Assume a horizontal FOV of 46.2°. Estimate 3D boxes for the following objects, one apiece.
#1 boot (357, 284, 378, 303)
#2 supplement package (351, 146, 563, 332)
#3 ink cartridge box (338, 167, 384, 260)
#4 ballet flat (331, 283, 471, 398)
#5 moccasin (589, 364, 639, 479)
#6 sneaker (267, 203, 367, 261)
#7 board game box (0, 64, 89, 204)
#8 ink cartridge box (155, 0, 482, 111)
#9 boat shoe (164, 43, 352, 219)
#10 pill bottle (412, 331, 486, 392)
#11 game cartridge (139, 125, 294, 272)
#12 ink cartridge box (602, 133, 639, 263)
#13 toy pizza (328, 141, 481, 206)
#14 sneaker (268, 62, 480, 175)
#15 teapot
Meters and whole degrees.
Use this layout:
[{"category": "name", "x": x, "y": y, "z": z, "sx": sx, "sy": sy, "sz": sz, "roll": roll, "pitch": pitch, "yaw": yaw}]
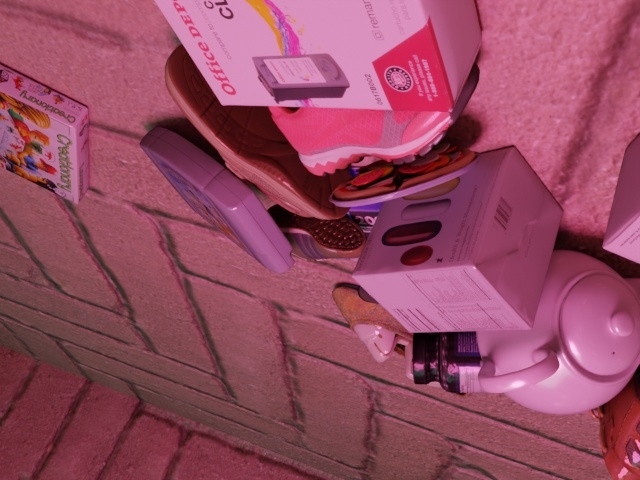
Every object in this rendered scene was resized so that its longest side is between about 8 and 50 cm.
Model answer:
[{"category": "boot", "x": 0.189, "y": 0.103, "z": 1.347, "sx": 0.246, "sy": 0.084, "sz": 0.161, "roll": 20, "pitch": 164, "yaw": 7}, {"category": "supplement package", "x": 0.188, "y": 0.006, "z": 1.025, "sx": 0.203, "sy": 0.194, "sz": 0.149, "roll": -9, "pitch": 137, "yaw": 46}, {"category": "ink cartridge box", "x": 0.045, "y": -0.038, "z": 1.225, "sx": 0.206, "sy": 0.045, "sz": 0.208, "roll": 3, "pitch": 145, "yaw": 35}, {"category": "ballet flat", "x": 0.167, "y": 0.207, "z": 1.481, "sx": 0.348, "sy": 0.123, "sz": 0.123, "roll": 28, "pitch": 152, "yaw": -7}, {"category": "moccasin", "x": 0.484, "y": 0.268, "z": 1.143, "sx": 0.139, "sy": 0.147, "sz": 0.380, "roll": 38, "pitch": -161, "yaw": 8}, {"category": "sneaker", "x": 0.000, "y": 0.000, "z": 1.211, "sx": 0.192, "sy": 0.064, "sz": 0.086, "roll": 18, "pitch": 151, "yaw": 31}, {"category": "board game box", "x": -0.529, "y": -0.192, "z": 1.397, "sx": 0.192, "sy": 0.053, "sz": 0.305, "roll": 26, "pitch": 152, "yaw": -4}, {"category": "ink cartridge box", "x": -0.007, "y": -0.257, "z": 0.792, "sx": 0.306, "sy": 0.131, "sz": 0.226, "roll": 5, "pitch": 147, "yaw": 29}, {"category": "boat shoe", "x": -0.100, "y": -0.138, "z": 1.078, "sx": 0.341, "sy": 0.122, "sz": 0.110, "roll": 43, "pitch": 152, "yaw": -27}, {"category": "pill bottle", "x": 0.276, "y": 0.210, "z": 1.334, "sx": 0.219, "sy": 0.123, "sz": 0.123, "roll": -1, "pitch": 147, "yaw": 11}, {"category": "game cartridge", "x": -0.174, "y": -0.075, "z": 1.200, "sx": 0.297, "sy": 0.062, "sz": 0.198, "roll": 34, "pitch": 169, "yaw": 42}, {"category": "ink cartridge box", "x": 0.437, "y": -0.029, "z": 0.812, "sx": 0.212, "sy": 0.154, "sz": 0.093, "roll": 24, "pitch": 151, "yaw": 2}, {"category": "toy pizza", "x": 0.104, "y": -0.090, "z": 0.960, "sx": 0.201, "sy": 0.201, "sz": 0.032, "roll": -6, "pitch": 107, "yaw": 44}, {"category": "sneaker", "x": 0.047, "y": -0.167, "z": 0.922, "sx": 0.136, "sy": 0.116, "sz": 0.313, "roll": 42, "pitch": 148, "yaw": -28}, {"category": "teapot", "x": 0.350, "y": 0.124, "z": 1.035, "sx": 0.252, "sy": 0.256, "sz": 0.187, "roll": 24, "pitch": 164, "yaw": -15}]
